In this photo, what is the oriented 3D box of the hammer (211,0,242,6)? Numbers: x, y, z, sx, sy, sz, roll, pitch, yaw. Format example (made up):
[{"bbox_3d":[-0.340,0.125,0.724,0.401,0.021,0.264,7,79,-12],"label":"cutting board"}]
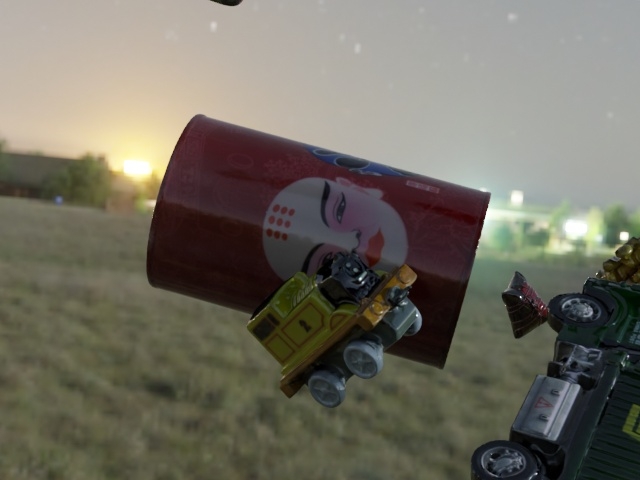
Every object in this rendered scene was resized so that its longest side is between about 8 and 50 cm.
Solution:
[{"bbox_3d":[-0.090,-0.263,1.222,0.052,0.083,0.031,14,-8,-33],"label":"hammer"}]

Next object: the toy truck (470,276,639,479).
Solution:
[{"bbox_3d":[0.139,0.122,0.628,0.121,0.088,0.259,15,38,20],"label":"toy truck"}]

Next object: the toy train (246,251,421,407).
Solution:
[{"bbox_3d":[0.013,0.080,1.276,0.089,0.127,0.219,-46,0,-41],"label":"toy train"}]

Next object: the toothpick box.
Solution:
[{"bbox_3d":[0.000,0.000,1.426,0.333,0.204,0.204,15,3,5],"label":"toothpick box"}]

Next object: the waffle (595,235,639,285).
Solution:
[{"bbox_3d":[0.405,0.031,1.564,0.197,0.070,0.193,-26,-22,-30],"label":"waffle"}]

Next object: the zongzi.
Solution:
[{"bbox_3d":[0.257,0.081,1.705,0.067,0.083,0.073,-31,-13,28],"label":"zongzi"}]
